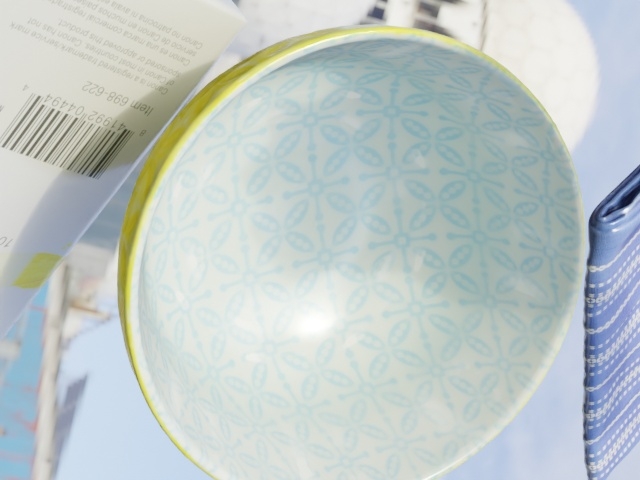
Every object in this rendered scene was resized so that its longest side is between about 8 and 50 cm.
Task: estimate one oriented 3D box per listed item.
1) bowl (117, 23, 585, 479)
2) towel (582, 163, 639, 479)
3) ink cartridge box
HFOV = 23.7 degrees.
[{"bbox_3d":[0.000,0.000,0.934,0.156,0.289,0.289,39,-66,61],"label":"bowl"},{"bbox_3d":[0.292,0.030,1.219,0.040,0.243,0.336,32,-30,32],"label":"towel"},{"bbox_3d":[-0.279,-0.070,0.911,0.384,0.279,0.160,-50,-128,16],"label":"ink cartridge box"}]
